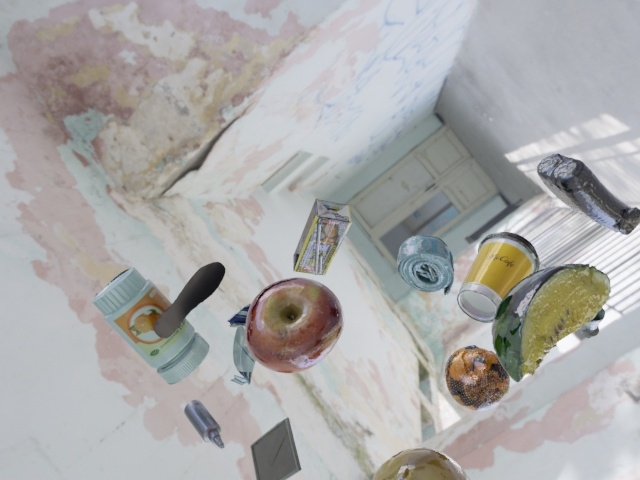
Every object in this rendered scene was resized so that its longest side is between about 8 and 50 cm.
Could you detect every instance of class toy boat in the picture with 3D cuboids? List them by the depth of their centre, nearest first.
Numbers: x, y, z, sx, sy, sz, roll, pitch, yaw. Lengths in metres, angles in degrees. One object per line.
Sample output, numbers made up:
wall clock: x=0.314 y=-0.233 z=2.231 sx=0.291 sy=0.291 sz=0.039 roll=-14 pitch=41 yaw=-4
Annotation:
toy boat: x=-0.226 y=0.357 z=1.647 sx=0.210 sy=0.292 sz=0.070 roll=-11 pitch=-165 yaw=-36

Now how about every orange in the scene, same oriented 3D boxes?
orange: x=0.573 y=0.505 z=1.715 sx=0.182 sy=0.234 sz=0.235 roll=43 pitch=-166 yaw=-46

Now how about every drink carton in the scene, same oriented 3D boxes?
drink carton: x=0.000 y=0.000 z=0.915 sx=0.071 sy=0.166 sz=0.056 roll=10 pitch=-135 yaw=-13

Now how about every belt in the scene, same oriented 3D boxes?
belt: x=0.272 y=0.060 z=1.203 sx=0.163 sy=0.147 sz=0.082 roll=88 pitch=-168 yaw=-47

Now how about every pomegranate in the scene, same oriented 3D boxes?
pomegranate: x=0.293 y=0.734 z=1.271 sx=0.319 sy=0.319 sz=0.319 roll=49 pitch=-168 yaw=-14

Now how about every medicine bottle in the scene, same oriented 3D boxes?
medicine bottle: x=-0.469 y=0.235 z=1.302 sx=0.318 sy=0.158 sz=0.158 roll=53 pitch=-169 yaw=-18
medicine bottle: x=-0.318 y=0.523 z=1.311 sx=0.199 sy=0.058 sz=0.057 roll=24 pitch=168 yaw=47

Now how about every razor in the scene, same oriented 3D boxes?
razor: x=0.818 y=-0.137 z=1.431 sx=0.326 sy=0.107 sz=0.189 roll=31 pitch=-166 yaw=-18

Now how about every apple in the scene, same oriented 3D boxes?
apple: x=-0.072 y=0.230 z=1.269 sx=0.251 sy=0.272 sz=0.206 roll=27 pitch=153 yaw=19

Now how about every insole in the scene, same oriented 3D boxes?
insole: x=-0.346 y=0.152 z=1.245 sx=0.005 sy=0.253 sz=0.086 roll=9 pitch=140 yaw=45

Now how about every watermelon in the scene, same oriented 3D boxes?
watermelon: x=0.410 y=0.121 z=0.840 sx=0.129 sy=0.300 sz=0.123 roll=58 pitch=155 yaw=10

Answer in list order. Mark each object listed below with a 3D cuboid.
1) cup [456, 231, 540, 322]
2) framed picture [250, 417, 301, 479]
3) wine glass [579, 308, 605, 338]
cup: x=0.542 y=0.111 z=1.444 sx=0.196 sy=0.279 sz=0.197 roll=30 pitch=145 yaw=24
framed picture: x=-0.173 y=0.795 z=1.716 sx=0.023 sy=0.260 sz=0.189 roll=17 pitch=-141 yaw=-39
wine glass: x=0.960 y=0.286 z=1.657 sx=0.072 sy=0.072 sz=0.155 roll=61 pitch=-178 yaw=39
